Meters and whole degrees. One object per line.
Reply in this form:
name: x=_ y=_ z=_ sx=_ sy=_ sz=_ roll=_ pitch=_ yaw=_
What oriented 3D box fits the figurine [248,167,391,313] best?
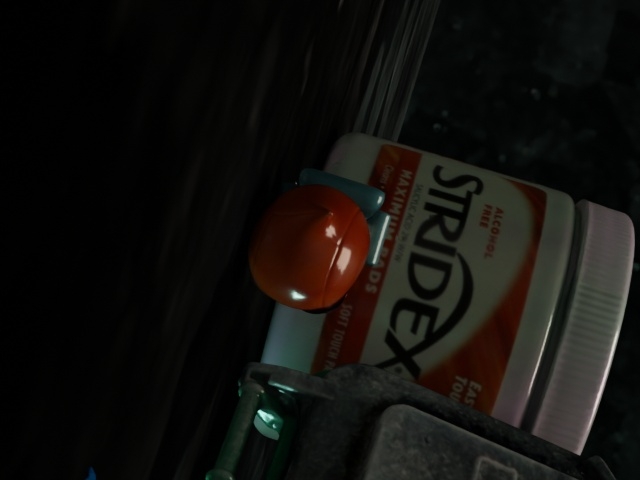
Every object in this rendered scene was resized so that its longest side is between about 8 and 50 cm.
figurine: x=0.000 y=0.000 z=0.718 sx=0.140 sy=0.068 sz=0.075 roll=-23 pitch=132 yaw=-88

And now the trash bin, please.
trash bin: x=0.015 y=0.290 z=0.918 sx=0.381 sy=0.295 sz=0.259 roll=118 pitch=-6 yaw=-47

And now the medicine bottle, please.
medicine bottle: x=0.092 y=0.063 z=1.035 sx=0.252 sy=0.241 sz=0.252 roll=16 pitch=90 yaw=-87

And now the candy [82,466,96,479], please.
candy: x=-0.085 y=0.137 z=0.350 sx=0.088 sy=0.038 sz=0.136 roll=-93 pitch=-158 yaw=-58
